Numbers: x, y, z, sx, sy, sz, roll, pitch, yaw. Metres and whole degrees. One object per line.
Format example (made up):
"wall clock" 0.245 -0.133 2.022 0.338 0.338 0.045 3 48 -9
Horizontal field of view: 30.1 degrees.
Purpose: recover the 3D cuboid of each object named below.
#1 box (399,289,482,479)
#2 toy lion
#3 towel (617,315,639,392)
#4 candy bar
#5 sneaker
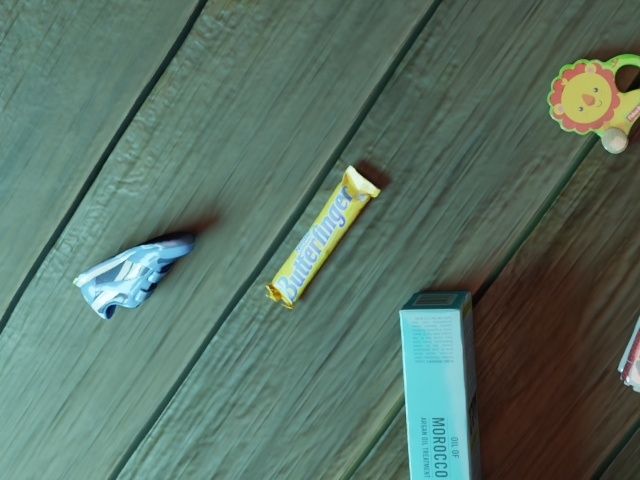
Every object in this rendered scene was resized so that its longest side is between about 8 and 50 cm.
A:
"box" 0.120 0.177 1.164 0.060 0.100 0.244 -2 97 13
"toy lion" 0.270 -0.137 1.126 0.096 0.034 0.100 46 104 10
"towel" 0.475 0.088 1.111 0.328 0.037 0.237 21 101 8
"candy bar" 0.000 0.000 1.206 0.040 0.018 0.161 37 103 5
"sneaker" -0.185 0.034 1.233 0.144 0.053 0.059 -25 92 22
